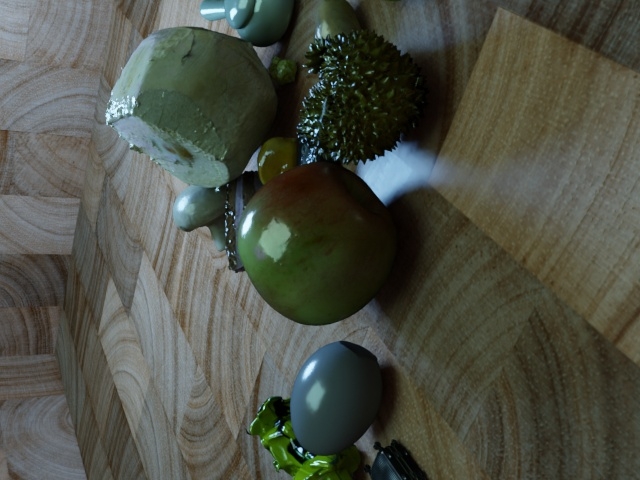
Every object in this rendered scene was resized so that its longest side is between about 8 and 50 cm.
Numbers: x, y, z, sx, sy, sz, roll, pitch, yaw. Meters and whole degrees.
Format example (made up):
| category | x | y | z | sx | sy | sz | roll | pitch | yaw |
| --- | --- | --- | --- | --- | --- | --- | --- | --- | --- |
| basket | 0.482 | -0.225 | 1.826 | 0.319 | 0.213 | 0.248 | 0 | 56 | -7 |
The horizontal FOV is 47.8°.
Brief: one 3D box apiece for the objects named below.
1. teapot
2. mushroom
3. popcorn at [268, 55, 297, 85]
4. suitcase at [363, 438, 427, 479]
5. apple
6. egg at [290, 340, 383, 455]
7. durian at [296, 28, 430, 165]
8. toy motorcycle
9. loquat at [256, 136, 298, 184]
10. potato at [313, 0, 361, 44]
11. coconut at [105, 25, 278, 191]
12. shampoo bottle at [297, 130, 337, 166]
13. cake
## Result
| category | x | y | z | sx | sy | sz | roll | pitch | yaw |
| --- | --- | --- | --- | --- | --- | --- | --- | --- | --- |
| teapot | -0.191 | -0.587 | 1.858 | 0.318 | 0.149 | 0.220 | -30 | 63 | 53 |
| mushroom | -0.307 | -0.075 | 1.986 | 0.206 | 0.206 | 0.209 | -16 | 76 | 57 |
| popcorn | -0.090 | -0.420 | 1.776 | 0.068 | 0.059 | 0.083 | -35 | 60 | 6 |
| suitcase | 0.143 | 0.447 | 1.361 | 0.126 | 0.059 | 0.086 | 49 | 131 | 47 |
| apple | 0.000 | 0.000 | 1.392 | 0.277 | 0.319 | 0.319 | -33 | 57 | 21 |
| egg | 0.029 | 0.317 | 1.433 | 0.176 | 0.176 | 0.232 | 27 | 100 | 56 |
| durian | 0.071 | -0.264 | 1.356 | 0.293 | 0.258 | 0.258 | -151 | 66 | -72 |
| toy motorcycle | -0.045 | 0.455 | 1.595 | 0.342 | 0.142 | 0.206 | 14 | 139 | 57 |
| loquat | -0.088 | -0.177 | 1.703 | 0.113 | 0.137 | 0.137 | -133 | 51 | -66 |
| potato | 0.035 | -0.446 | 1.534 | 0.112 | 0.112 | 0.147 | -39 | 49 | 51 |
| coconut | -0.291 | -0.358 | 1.801 | 0.404 | 0.404 | 0.405 | -4 | 86 | 58 |
| shampoo bottle | -0.005 | -0.172 | 1.619 | 0.098 | 0.071 | 0.310 | 177 | 95 | -65 |
| cake | -0.180 | -0.045 | 1.861 | 0.113 | 0.115 | 0.296 | 56 | -153 | -63 |
